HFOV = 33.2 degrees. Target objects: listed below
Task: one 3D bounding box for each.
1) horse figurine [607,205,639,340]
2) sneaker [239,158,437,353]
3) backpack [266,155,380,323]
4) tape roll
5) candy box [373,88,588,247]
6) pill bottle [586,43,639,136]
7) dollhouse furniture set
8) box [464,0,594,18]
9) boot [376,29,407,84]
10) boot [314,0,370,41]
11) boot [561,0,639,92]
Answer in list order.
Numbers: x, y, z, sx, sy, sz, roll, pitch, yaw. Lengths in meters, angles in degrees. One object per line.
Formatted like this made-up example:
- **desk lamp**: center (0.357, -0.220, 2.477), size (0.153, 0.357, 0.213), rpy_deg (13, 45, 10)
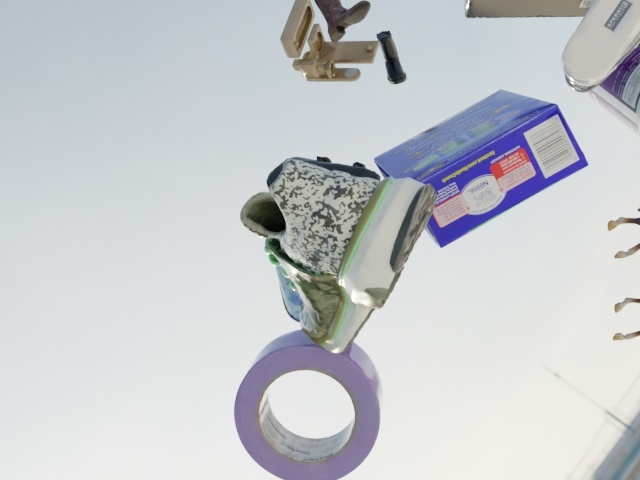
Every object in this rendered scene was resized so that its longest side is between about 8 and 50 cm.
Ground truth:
- **horse figurine**: center (0.508, 0.046, 1.550), size (0.066, 0.174, 0.263), rpy_deg (33, -125, -57)
- **sneaker**: center (0.000, 0.000, 1.199), size (0.158, 0.182, 0.410), rpy_deg (-60, -1, -21)
- **backpack**: center (0.019, 0.025, 2.390), size (0.273, 0.290, 0.356), rpy_deg (-46, -47, -30)
- **tape roll**: center (-0.013, 0.215, 1.400), size (0.189, 0.189, 0.080), rpy_deg (-60, 1, 13)
- **candy box**: center (0.251, -0.129, 1.768), size (0.268, 0.122, 0.317), rpy_deg (-29, 15, 1)
- **pill bottle**: center (0.616, -0.273, 1.941), size (0.181, 0.323, 0.182), rpy_deg (-8, -59, -13)
- **dollhouse furniture set**: center (0.021, -0.373, 2.015), size (0.151, 0.123, 0.144), rpy_deg (66, -145, -50)
- **box**: center (0.398, -0.513, 1.984), size (0.103, 0.261, 0.184), rpy_deg (68, -157, -80)
- **boot**: center (0.161, -0.422, 2.463), size (0.045, 0.121, 0.099), rpy_deg (-16, -60, 5)
- **boot**: center (0.036, -0.430, 1.924), size (0.037, 0.114, 0.106), rpy_deg (16, -43, -44)
- **boot**: center (0.309, -0.235, 1.087), size (0.190, 0.069, 0.086), rpy_deg (-50, -9, 6)
